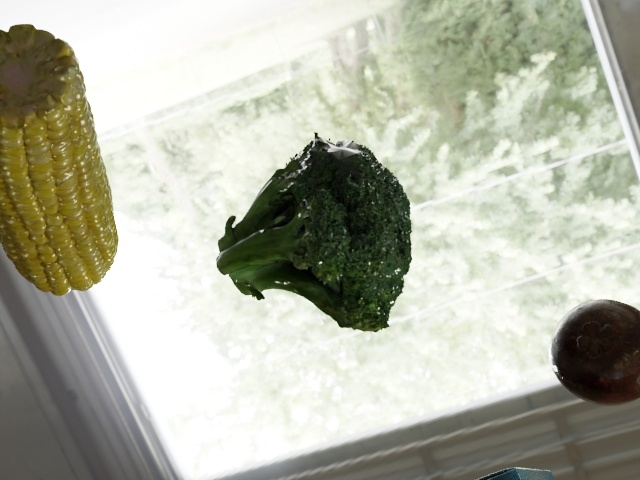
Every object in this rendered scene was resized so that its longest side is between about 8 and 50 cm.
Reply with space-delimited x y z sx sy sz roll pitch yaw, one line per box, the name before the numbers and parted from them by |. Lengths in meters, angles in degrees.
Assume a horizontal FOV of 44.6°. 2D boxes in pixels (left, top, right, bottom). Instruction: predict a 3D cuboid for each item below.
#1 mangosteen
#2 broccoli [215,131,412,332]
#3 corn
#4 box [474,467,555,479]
mangosteen | 0.403 0.172 1.088 0.156 0.181 0.145 -2 -136 26
broccoli | 0.000 0.000 0.997 0.245 0.265 0.294 -15 179 10
corn | -0.204 -0.046 0.576 0.093 0.093 0.244 -27 154 -23
box | 0.266 0.394 0.926 0.083 0.232 0.142 -30 150 23
